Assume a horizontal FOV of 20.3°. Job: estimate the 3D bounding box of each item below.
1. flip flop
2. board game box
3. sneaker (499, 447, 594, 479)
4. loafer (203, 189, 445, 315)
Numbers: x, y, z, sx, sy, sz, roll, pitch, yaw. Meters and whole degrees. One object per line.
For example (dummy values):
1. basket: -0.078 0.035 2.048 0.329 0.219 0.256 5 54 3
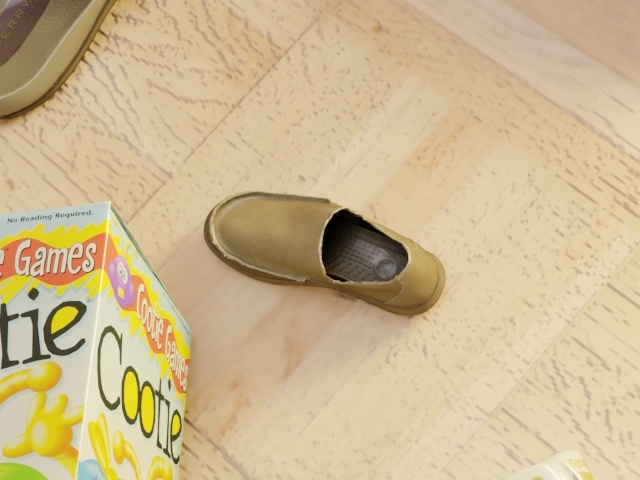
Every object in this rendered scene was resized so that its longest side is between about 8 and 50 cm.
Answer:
1. flip flop: -0.160 -0.207 1.116 0.112 0.080 0.277 28 84 25
2. board game box: -0.163 0.137 0.921 0.144 0.142 0.275 -6 56 13
3. sneaker: 0.164 0.177 0.889 0.292 0.108 0.169 -12 69 8
4. loafer: 0.000 0.000 1.026 0.148 0.050 0.056 13 71 16
